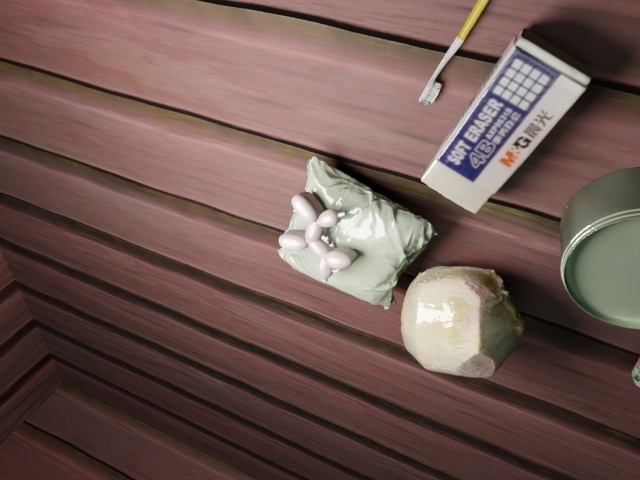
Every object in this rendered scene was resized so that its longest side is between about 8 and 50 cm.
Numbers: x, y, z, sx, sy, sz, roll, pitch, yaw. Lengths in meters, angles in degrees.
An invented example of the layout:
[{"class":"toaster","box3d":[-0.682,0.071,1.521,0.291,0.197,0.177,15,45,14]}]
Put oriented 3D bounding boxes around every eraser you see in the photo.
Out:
[{"class":"eraser","box3d":[0.294,-0.186,0.747,0.124,0.081,0.279,32,132,2]}]

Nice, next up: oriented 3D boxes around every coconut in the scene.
[{"class":"coconut","box3d":[0.293,0.159,0.918,0.230,0.227,0.227,0,124,27]}]

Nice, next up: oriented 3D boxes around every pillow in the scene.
[{"class":"pillow","box3d":[0.068,-0.005,0.966,0.309,0.138,0.284,27,131,11]}]

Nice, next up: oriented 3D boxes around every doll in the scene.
[{"class":"doll","box3d":[0.000,0.000,0.890,0.160,0.059,0.161,29,119,16]}]

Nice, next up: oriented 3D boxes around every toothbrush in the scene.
[{"class":"toothbrush","box3d":[0.236,-0.338,0.705,0.024,0.021,0.288,24,133,-5]}]

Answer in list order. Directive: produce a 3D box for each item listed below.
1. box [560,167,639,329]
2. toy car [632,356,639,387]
[{"class":"box","box3d":[0.520,0.014,0.736,0.225,0.149,0.226,15,130,18]},{"class":"toy car","box3d":[0.670,0.234,0.888,0.069,0.055,0.142,12,115,18]}]
